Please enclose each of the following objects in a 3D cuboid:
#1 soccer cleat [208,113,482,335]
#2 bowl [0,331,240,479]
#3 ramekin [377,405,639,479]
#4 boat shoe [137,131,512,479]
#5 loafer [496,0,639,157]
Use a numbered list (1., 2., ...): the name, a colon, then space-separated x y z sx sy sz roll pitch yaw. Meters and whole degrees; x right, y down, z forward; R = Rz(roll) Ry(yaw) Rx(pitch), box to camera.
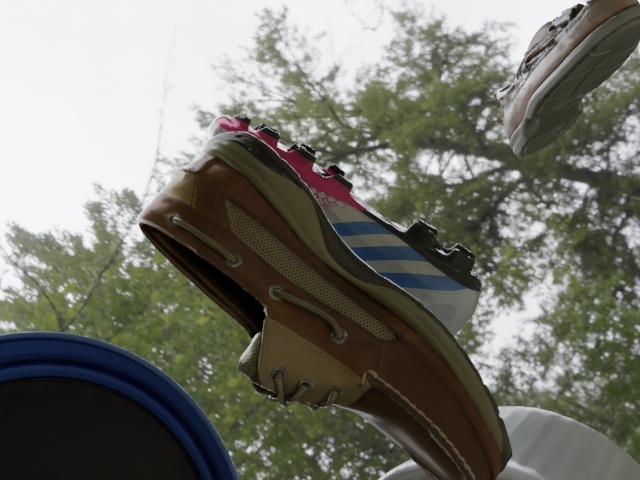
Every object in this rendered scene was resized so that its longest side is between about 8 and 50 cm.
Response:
1. soccer cleat: 0.000 0.000 0.775 0.143 0.331 0.116 -57 -12 9
2. bowl: -0.255 0.279 0.664 0.391 0.391 0.077 -44 -7 -19
3. ramekin: 0.179 0.284 0.680 0.135 0.277 0.277 -29 -56 -48
4. boat shoe: -0.008 0.069 0.569 0.120 0.324 0.123 -39 -12 -24
5. loafer: 0.102 -0.077 0.344 0.045 0.039 0.125 -26 -14 -8
